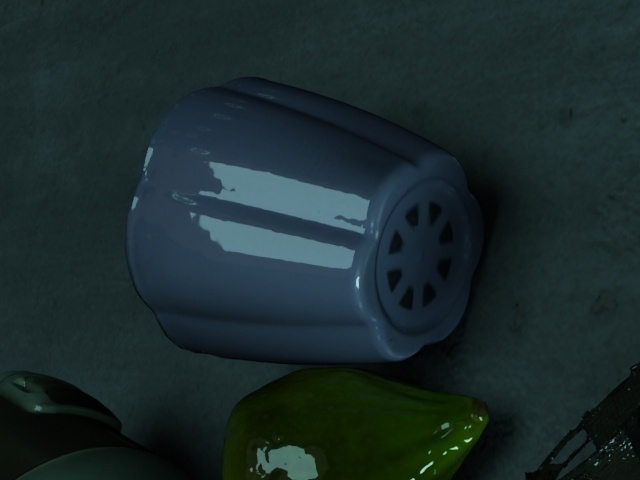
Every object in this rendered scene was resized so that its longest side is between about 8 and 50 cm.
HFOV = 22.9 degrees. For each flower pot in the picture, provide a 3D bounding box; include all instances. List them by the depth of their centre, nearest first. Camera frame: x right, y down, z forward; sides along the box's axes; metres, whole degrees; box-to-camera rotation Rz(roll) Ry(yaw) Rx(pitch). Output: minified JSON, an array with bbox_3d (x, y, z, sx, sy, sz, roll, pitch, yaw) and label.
[{"bbox_3d":[0.000,0.000,1.407,0.243,0.265,0.265,15,86,39],"label":"flower pot"}]

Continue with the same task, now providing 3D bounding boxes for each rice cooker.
[{"bbox_3d":[-0.286,0.310,1.528,0.325,0.335,0.335,19,89,52],"label":"rice cooker"}]

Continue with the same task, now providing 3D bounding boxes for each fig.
[{"bbox_3d":[0.029,0.192,1.361,0.233,0.167,0.167,3,72,10],"label":"fig"}]

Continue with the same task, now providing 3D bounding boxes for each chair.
[{"bbox_3d":[0.224,0.162,1.135,0.174,0.149,0.213,-47,39,28],"label":"chair"}]
